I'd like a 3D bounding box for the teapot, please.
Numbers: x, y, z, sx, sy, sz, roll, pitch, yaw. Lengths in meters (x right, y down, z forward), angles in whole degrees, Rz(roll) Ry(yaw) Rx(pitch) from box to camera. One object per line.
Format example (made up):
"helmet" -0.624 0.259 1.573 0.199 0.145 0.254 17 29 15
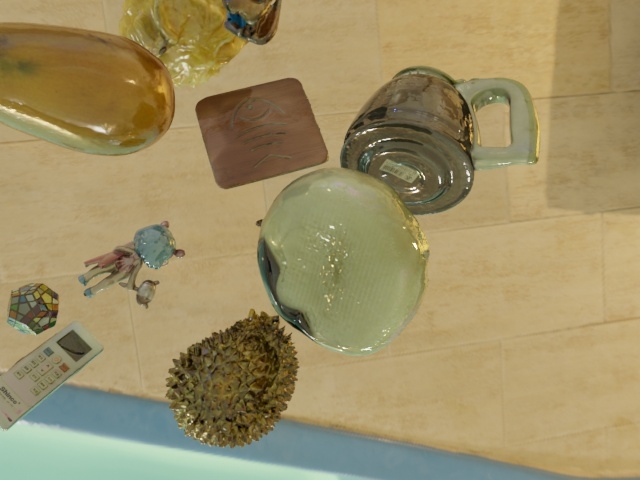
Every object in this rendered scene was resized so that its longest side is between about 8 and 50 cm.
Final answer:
"teapot" 0.201 -0.212 1.167 0.239 0.321 0.240 36 53 -27

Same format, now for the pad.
"pad" -0.150 -0.275 1.624 0.286 0.018 0.284 -15 65 -9

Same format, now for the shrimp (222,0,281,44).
"shrimp" -0.110 -0.457 1.098 0.109 0.446 0.221 12 131 -9

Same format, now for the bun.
"bun" 0.046 0.021 0.999 0.283 0.179 0.284 8 107 27

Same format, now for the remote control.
"remote control" -0.384 0.183 0.899 0.065 0.029 0.166 42 51 6

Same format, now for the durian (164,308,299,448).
"durian" -0.171 0.293 1.348 0.292 0.258 0.258 -36 104 -18

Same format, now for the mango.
"mango" -0.357 -0.215 0.916 0.317 0.211 0.173 6 93 -45

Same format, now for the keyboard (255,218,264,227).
"keyboard" 0.000 0.001 1.313 0.262 0.106 0.016 22 114 18

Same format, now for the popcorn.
"popcorn" -0.354 -0.593 1.685 0.348 0.382 0.349 -11 144 -8

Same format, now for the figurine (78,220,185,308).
"figurine" -0.459 0.066 1.585 0.260 0.103 0.205 -29 63 -7

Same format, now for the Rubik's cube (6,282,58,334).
"Rubik's cube" -0.710 0.168 1.611 0.133 0.133 0.112 -13 112 -8
